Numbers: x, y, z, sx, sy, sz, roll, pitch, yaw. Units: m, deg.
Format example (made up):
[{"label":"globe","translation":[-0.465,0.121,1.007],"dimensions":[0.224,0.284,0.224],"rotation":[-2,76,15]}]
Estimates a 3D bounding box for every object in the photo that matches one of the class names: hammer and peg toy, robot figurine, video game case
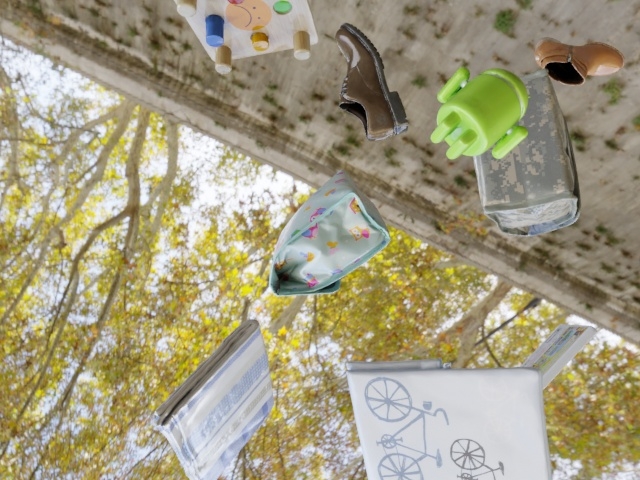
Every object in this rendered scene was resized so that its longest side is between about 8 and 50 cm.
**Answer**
[{"label":"hammer and peg toy","translation":[-0.166,-0.488,0.994],"dimensions":[0.266,0.361,0.127],"rotation":[-7,-108,11]},{"label":"robot figurine","translation":[0.171,-0.136,0.539],"dimensions":[0.115,0.067,0.101],"rotation":[-41,-98,-16]},{"label":"video game case","translation":[0.617,0.314,1.369],"dimensions":[0.227,0.206,0.026],"rotation":[-45,-99,-3]}]

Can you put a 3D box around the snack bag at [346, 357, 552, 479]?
[{"label":"snack bag","translation":[0.231,0.357,0.902],"dimensions":[0.037,0.343,0.323],"rotation":[-38,-62,-66]}]

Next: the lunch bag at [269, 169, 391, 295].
[{"label":"lunch bag","translation":[0.000,0.000,1.079],"dimensions":[0.160,0.262,0.223],"rotation":[47,-170,-15]}]

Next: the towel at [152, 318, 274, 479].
[{"label":"towel","translation":[-0.156,0.273,0.824],"dimensions":[0.034,0.285,0.209],"rotation":[27,-128,25]}]

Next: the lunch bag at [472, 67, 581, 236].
[{"label":"lunch bag","translation":[0.390,-0.143,0.967],"dimensions":[0.287,0.169,0.235],"rotation":[18,-115,-62]}]

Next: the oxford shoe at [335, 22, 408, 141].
[{"label":"oxford shoe","translation":[0.068,-0.282,0.905],"dimensions":[0.096,0.083,0.227],"rotation":[-22,-100,-3]}]

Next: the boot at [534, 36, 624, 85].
[{"label":"boot","translation":[0.797,-0.537,1.551],"dimensions":[0.283,0.109,0.220],"rotation":[20,-140,1]}]
